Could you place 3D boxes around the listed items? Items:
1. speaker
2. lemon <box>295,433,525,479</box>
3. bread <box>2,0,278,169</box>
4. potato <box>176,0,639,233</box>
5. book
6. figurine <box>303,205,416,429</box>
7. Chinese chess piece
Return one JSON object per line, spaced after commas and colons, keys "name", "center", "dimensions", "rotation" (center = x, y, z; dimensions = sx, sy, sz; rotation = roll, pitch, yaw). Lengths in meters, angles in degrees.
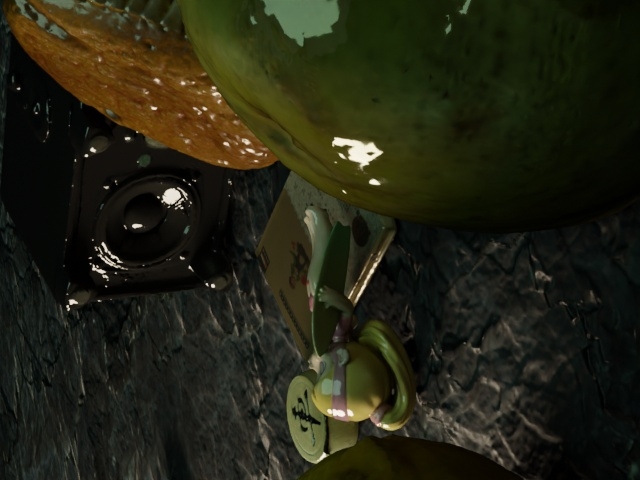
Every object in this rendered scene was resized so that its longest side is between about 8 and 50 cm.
{"name": "speaker", "center": [-0.205, -0.083, 1.310], "dimensions": [0.254, 0.184, 0.232], "rotation": [51, 138, 47]}
{"name": "lemon", "center": [0.066, 0.247, 0.838], "dimensions": [0.288, 0.234, 0.233], "rotation": [-135, 45, -65]}
{"name": "bread", "center": [-0.114, -0.167, 1.034], "dimensions": [0.227, 0.253, 0.142], "rotation": [110, -179, -75]}
{"name": "potato", "center": [0.049, -0.093, 0.750], "dimensions": [0.330, 0.280, 0.212], "rotation": [39, 127, 50]}
{"name": "book", "center": [0.000, 0.000, 1.127], "dimensions": [0.138, 0.016, 0.198], "rotation": [63, 146, 30]}
{"name": "figurine", "center": [0.021, 0.062, 1.042], "dimensions": [0.083, 0.083, 0.187], "rotation": [-40, 58, 57]}
{"name": "Chinese chess piece", "center": [0.000, 0.153, 1.145], "dimensions": [0.084, 0.034, 0.084], "rotation": [22, 115, 59]}
